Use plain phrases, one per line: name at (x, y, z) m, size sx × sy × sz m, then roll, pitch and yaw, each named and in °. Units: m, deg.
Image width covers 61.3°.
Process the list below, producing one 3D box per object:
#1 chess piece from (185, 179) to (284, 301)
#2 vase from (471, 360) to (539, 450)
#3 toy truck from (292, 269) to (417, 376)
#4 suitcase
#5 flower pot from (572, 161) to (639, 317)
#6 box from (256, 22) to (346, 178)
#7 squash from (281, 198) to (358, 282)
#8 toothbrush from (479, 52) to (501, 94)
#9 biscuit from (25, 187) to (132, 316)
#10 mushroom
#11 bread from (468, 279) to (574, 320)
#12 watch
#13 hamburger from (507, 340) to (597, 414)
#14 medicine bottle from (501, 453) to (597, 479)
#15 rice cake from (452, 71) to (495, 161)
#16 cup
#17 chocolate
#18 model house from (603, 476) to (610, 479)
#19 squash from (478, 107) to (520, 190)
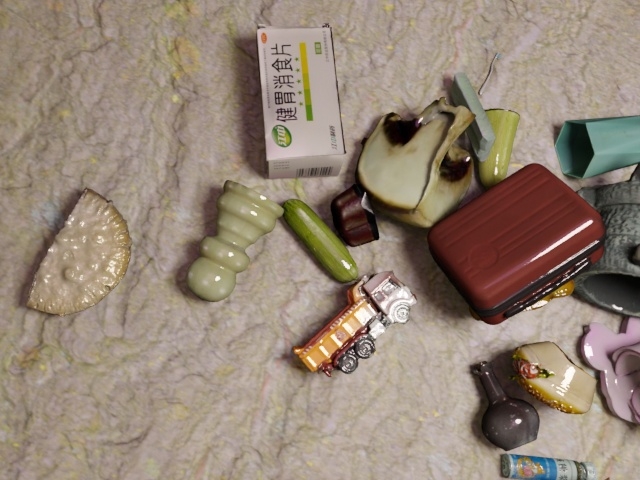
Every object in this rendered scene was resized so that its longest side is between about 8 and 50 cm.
chess piece at (-0.199, 0.012, 1.166) m, size 0.145 × 0.144 × 0.251 m, roll 27°, pitch 84°, yaw 2°
vase at (0.381, 0.345, 1.146) m, size 0.120 × 0.120 × 0.182 m, roll -19°, pitch 66°, yaw -8°
toy truck at (0.073, 0.179, 1.156) m, size 0.270 × 0.114 × 0.135 m, roll -41°, pitch 88°, yaw -9°
suitcase at (0.391, 0.007, 1.095) m, size 0.297 × 0.161 × 0.236 m, roll -33°, pitch 47°, yaw 5°
flower pot at (0.677, -0.010, 1.153) m, size 0.299 × 0.299 × 0.282 m, roll 25°, pitch 73°, yaw 1°
box at (-0.050, -0.316, 1.234) m, size 0.173 × 0.145 × 0.332 m, roll -4°, pitch 79°, yaw -7°
squash at (0.000, 0.000, 1.209) m, size 0.069 × 0.069 × 0.238 m, roll -39°, pitch 83°, yaw -11°
toothbrush at (0.427, -0.420, 1.363) m, size 0.013 × 0.011 × 0.131 m, roll 22°, pitch 76°, yaw 22°
biscuit at (-0.496, 0.030, 1.155) m, size 0.179 × 0.084 × 0.280 m, roll 17°, pitch 76°, yaw 0°
mushroom at (0.216, -0.171, 1.242) m, size 0.218 × 0.212 × 0.291 m, roll 15°, pitch 84°, yaw 42°
bread at (0.424, 0.091, 1.197) m, size 0.233 × 0.088 × 0.160 m, roll -17°, pitch 63°, yaw 9°
watch at (0.707, 0.273, 1.128) m, size 0.211 × 0.217 × 0.248 m, roll -14°, pitch 80°, yaw -8°
hamburger at (0.472, 0.282, 1.114) m, size 0.173 × 0.210 × 0.116 m, roll 41°, pitch 91°, yaw 17°
medicine bottle at (0.484, 0.487, 1.149) m, size 0.191 × 0.051 × 0.051 m, roll 6°, pitch 77°, yaw -4°
rice cake at (0.355, -0.292, 1.266) m, size 0.042 × 0.080 × 0.221 m, roll -11°, pitch 59°, yaw -1°
cup at (0.705, -0.236, 1.290) m, size 0.236 × 0.134 × 0.147 m, roll -11°, pitch 82°, yaw -11°
chocolate at (0.062, -0.059, 1.200) m, size 0.080 × 0.148 × 0.125 m, roll -27°, pitch 41°, yaw -9°
model house at (0.548, 0.595, 1.042) m, size 0.169 × 0.244 × 0.325 m, roll -32°, pitch 115°, yaw -8°
squash at (0.418, -0.194, 1.278) m, size 0.095 × 0.094 × 0.224 m, roll 6°, pitch 83°, yaw -3°
